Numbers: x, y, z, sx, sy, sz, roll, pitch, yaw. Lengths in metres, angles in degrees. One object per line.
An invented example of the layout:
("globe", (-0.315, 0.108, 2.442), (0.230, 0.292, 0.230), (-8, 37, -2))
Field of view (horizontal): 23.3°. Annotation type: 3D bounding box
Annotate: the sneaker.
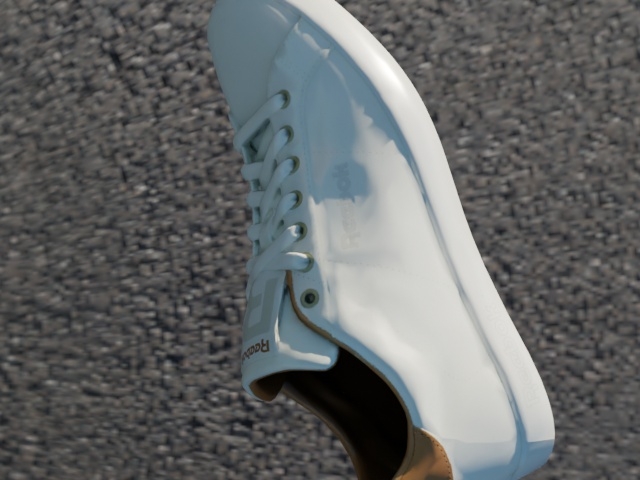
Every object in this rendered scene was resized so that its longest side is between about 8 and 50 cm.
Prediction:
("sneaker", (0.000, 0.000, 0.753), (0.123, 0.106, 0.290), (-21, 77, -31))
